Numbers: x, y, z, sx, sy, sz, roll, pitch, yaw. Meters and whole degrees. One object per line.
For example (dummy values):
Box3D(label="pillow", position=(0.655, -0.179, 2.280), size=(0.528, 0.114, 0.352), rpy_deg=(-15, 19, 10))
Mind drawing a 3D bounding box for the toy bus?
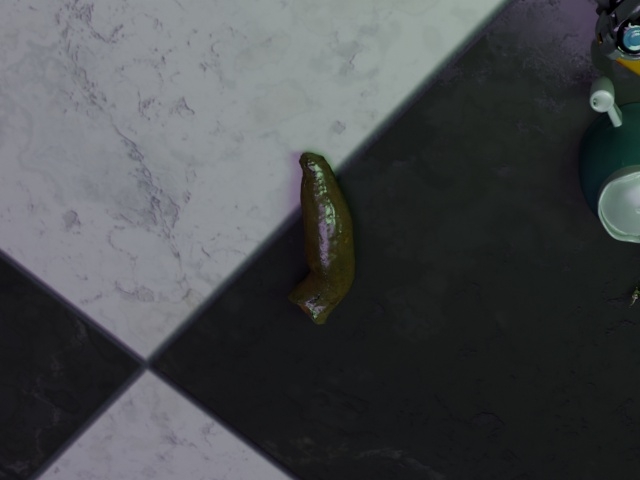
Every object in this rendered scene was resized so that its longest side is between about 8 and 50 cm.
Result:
Box3D(label="toy bus", position=(0.467, -0.297, 1.518), size=(0.136, 0.126, 0.209), rpy_deg=(33, 122, -17))

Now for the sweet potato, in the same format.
Box3D(label="sweet potato", position=(-0.002, 0.003, 1.830), size=(0.112, 0.085, 0.285), rpy_deg=(5, 121, 16))

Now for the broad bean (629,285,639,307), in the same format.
Box3D(label="broad bean", position=(0.577, 0.113, 1.786), size=(0.227, 0.039, 0.069), rpy_deg=(24, 117, 0))

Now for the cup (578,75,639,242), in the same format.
Box3D(label="cup", position=(0.433, -0.082, 1.623), size=(0.167, 0.173, 0.299), rpy_deg=(-20, 114, 24))
